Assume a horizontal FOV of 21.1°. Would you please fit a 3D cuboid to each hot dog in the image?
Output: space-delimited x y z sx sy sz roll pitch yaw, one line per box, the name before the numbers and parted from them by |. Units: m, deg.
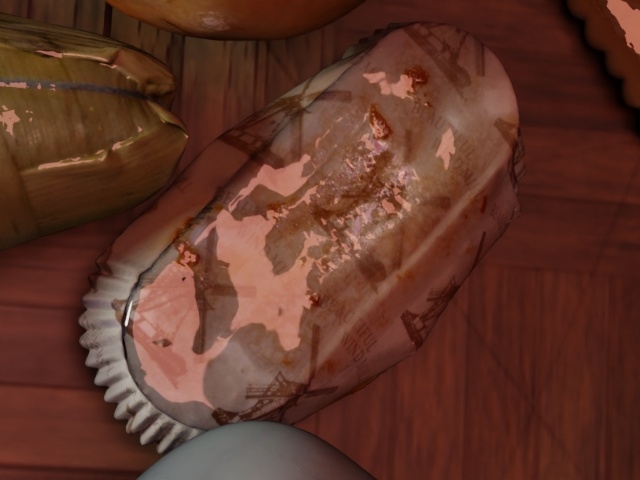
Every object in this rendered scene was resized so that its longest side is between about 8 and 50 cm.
hot dog | 0.000 0.000 0.857 0.268 0.075 0.144 -41 98 -20

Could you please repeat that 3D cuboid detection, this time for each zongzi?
zongzi | -0.205 -0.102 0.807 0.228 0.115 0.256 -20 78 -16

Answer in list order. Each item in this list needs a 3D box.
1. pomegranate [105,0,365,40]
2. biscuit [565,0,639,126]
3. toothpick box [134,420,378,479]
pomegranate | -0.028 -0.218 0.805 0.270 0.229 0.252 21 48 -37
biscuit | 0.198 -0.212 0.956 0.217 0.044 0.325 -32 91 -15
toothpick box | 0.002 0.231 0.726 0.355 0.263 0.263 39 74 -4
